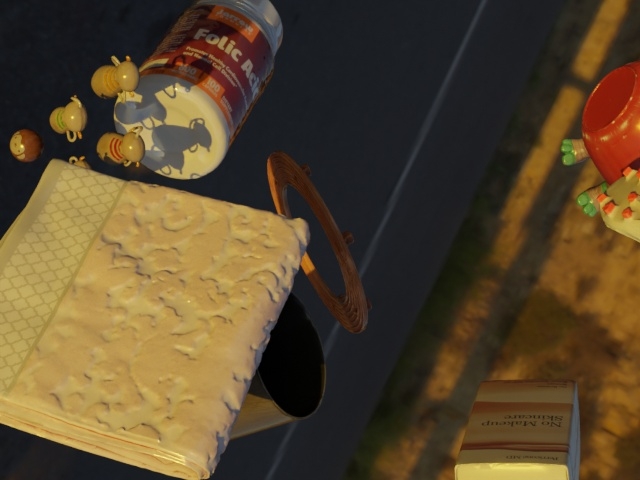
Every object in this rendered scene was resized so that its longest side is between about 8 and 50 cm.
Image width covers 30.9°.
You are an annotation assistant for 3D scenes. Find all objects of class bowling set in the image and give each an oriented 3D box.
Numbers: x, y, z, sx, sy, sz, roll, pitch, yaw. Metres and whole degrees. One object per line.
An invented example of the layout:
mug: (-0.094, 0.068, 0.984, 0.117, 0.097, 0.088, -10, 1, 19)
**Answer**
bowling set: (-0.380, -0.141, 1.850, 0.200, 0.154, 0.287, -13, 98, -27)

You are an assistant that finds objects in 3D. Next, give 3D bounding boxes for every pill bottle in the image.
pill bottle: (-0.219, -0.317, 2.224, 0.392, 0.224, 0.224, -66, 172, -45)

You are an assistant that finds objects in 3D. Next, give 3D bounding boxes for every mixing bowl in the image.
mixing bowl: (0.370, -0.140, 1.344, 0.181, 0.098, 0.181, -50, -157, 31)

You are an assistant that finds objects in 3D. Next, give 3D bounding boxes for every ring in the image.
ring: (0.000, 0.000, 1.941, 0.032, 0.336, 0.336, -26, 154, -13)

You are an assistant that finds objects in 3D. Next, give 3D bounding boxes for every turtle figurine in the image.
turtle figurine: (0.440, -0.121, 1.568, 0.234, 0.118, 0.175, -26, -117, 52)

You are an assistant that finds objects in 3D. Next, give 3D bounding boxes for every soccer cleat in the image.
soccer cleat: (0.311, -0.013, 1.026, 0.068, 0.076, 0.196, -46, -161, 0)

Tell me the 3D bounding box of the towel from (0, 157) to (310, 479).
towel: (-0.204, 0.065, 1.207, 0.053, 0.317, 0.332, 94, 14, -50)

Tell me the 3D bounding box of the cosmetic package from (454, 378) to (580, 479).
cosmetic package: (0.279, 0.303, 1.600, 0.296, 0.153, 0.129, -50, 136, -70)

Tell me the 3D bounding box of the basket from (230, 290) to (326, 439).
basket: (-0.129, 0.179, 1.464, 0.227, 0.154, 0.204, -26, -155, 24)
